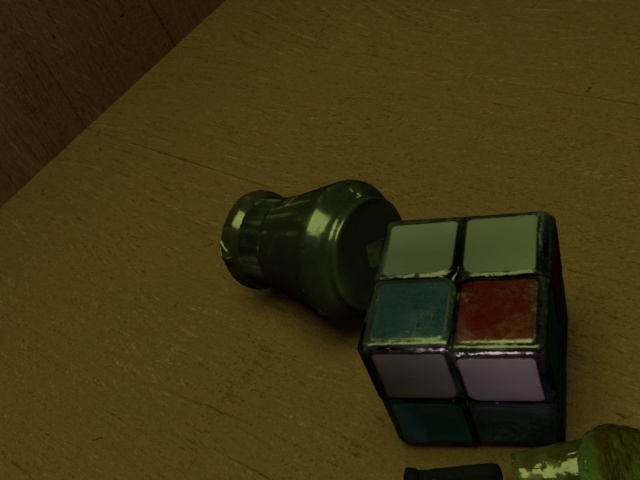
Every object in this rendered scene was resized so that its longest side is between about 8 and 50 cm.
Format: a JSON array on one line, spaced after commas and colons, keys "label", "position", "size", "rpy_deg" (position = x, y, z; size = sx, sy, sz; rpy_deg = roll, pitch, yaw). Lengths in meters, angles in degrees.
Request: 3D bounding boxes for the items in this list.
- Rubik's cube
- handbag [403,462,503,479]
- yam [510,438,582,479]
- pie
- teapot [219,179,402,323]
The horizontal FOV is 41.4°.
[{"label": "Rubik's cube", "position": [0.276, 0.165, 1.534], "size": [0.314, 0.318, 0.316], "rpy_deg": [-3, 47, 21]}, {"label": "handbag", "position": [0.211, 0.485, 1.347], "size": [0.182, 0.181, 0.254], "rpy_deg": [-5, 44, 11]}, {"label": "yam", "position": [0.419, 0.385, 1.399], "size": [0.194, 0.107, 0.107], "rpy_deg": [-13, 43, 15]}, {"label": "pie", "position": [0.491, 0.399, 1.226], "size": [0.070, 0.323, 0.323], "rpy_deg": [-54, 30, 32]}, {"label": "teapot", "position": [0.000, 0.000, 1.887], "size": [0.362, 0.305, 0.376], "rpy_deg": [9, 24, 41]}]
